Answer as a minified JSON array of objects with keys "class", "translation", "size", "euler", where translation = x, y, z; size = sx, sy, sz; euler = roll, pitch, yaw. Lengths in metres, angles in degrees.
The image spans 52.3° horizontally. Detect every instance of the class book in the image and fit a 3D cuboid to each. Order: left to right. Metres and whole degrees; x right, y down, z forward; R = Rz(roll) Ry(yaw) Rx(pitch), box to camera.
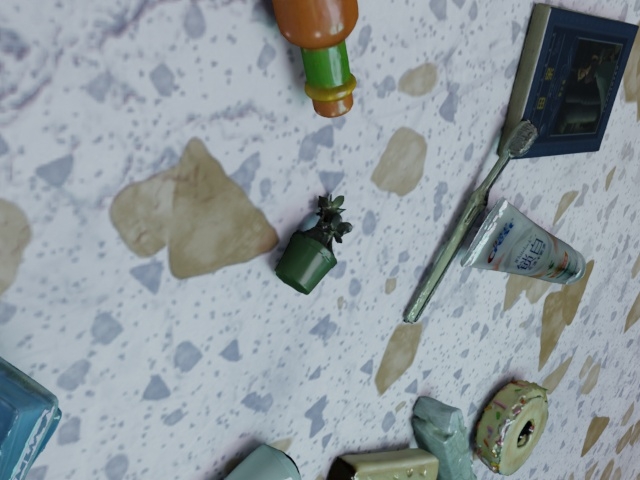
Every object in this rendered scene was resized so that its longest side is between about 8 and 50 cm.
[{"class":"book","translation":[0.343,-0.209,0.887],"size":[0.269,0.025,0.190],"euler":[-10,118,-43]}]

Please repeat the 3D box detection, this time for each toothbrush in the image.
[{"class":"toothbrush","translation":[0.183,-0.022,0.809],"size":[0.026,0.028,0.294],"euler":[29,97,-32]}]

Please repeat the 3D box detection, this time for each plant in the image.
[{"class":"plant","translation":[0.000,0.000,0.621],"size":[0.102,0.051,0.051],"euler":[-57,139,-15]}]

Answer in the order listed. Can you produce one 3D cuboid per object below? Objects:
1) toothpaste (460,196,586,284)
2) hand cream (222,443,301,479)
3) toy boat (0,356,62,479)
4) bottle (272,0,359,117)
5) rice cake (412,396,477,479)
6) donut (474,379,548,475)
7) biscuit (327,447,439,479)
[{"class":"toothpaste","translation":[0.295,0.015,0.921],"size":[0.323,0.066,0.100],"euler":[15,110,-49]},{"class":"hand cream","translation":[-0.150,0.330,0.650],"size":[0.321,0.067,0.109],"euler":[-39,135,-16]},{"class":"toy boat","translation":[-0.258,0.183,0.422],"size":[0.238,0.109,0.098],"euler":[-58,173,-6]},{"class":"bottle","translation":[-0.004,-0.185,0.508],"size":[0.069,0.069,0.187],"euler":[-36,135,-28]},{"class":"rice cake","translation":[0.200,0.351,1.003],"size":[0.063,0.066,0.336],"euler":[-49,139,-29]},{"class":"donut","translation":[0.324,0.315,1.113],"size":[0.175,0.068,0.174],"euler":[-20,121,-38]},{"class":"biscuit","translation":[0.089,0.312,0.872],"size":[0.188,0.052,0.056],"euler":[14,90,-45]}]
